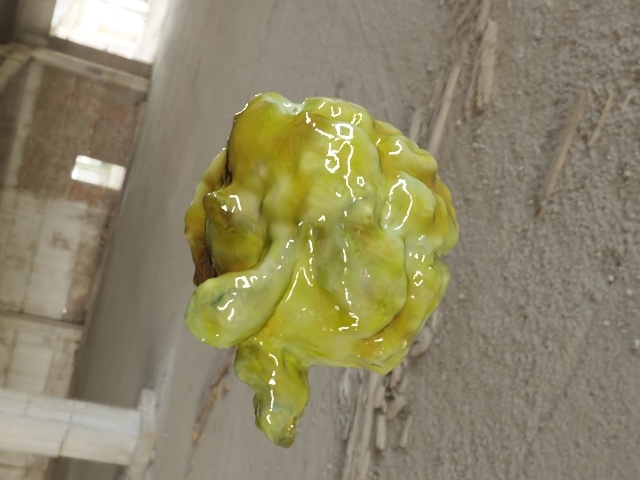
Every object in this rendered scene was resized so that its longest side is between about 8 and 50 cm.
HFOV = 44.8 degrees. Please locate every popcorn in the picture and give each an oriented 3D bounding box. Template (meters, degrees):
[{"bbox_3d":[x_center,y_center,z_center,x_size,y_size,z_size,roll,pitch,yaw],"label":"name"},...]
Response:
[{"bbox_3d":[0.003,0.007,0.796,0.274,0.279,0.335,56,-170,-55],"label":"popcorn"}]
